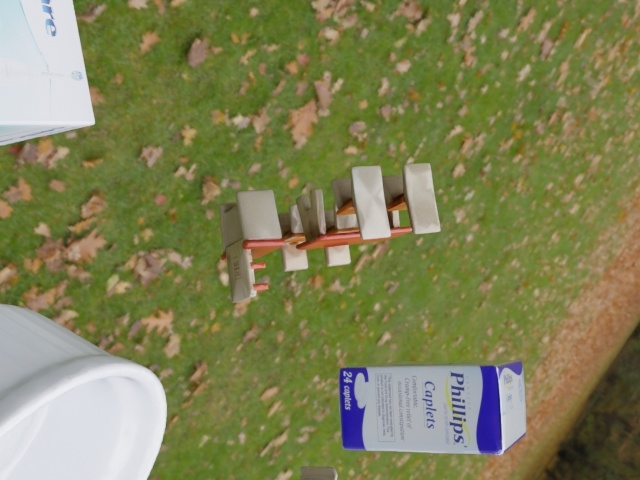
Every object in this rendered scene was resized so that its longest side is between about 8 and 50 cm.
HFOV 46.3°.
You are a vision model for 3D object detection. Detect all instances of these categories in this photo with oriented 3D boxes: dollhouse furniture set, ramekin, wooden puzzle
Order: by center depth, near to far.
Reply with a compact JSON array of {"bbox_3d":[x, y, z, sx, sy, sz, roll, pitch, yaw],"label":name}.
[{"bbox_3d":[-0.264,0.184,0.583,0.277,0.135,0.277,-49,157,-29],"label":"ramekin"},{"bbox_3d":[-0.010,0.243,0.682,0.116,0.014,0.078,-18,-132,63],"label":"wooden puzzle"},{"bbox_3d":[0.000,0.000,1.021,0.259,0.135,0.262,-6,171,-27],"label":"dollhouse furniture set"}]

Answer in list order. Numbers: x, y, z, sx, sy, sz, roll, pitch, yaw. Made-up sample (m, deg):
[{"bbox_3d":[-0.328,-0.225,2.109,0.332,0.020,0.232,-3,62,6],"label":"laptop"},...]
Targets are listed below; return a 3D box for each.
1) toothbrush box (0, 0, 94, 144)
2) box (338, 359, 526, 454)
[{"bbox_3d":[-0.338,-0.188,0.600,0.295,0.126,0.216,-22,104,-65],"label":"toothbrush box"},{"bbox_3d":[0.103,0.144,0.662,0.126,0.137,0.072,14,72,-66],"label":"box"}]
